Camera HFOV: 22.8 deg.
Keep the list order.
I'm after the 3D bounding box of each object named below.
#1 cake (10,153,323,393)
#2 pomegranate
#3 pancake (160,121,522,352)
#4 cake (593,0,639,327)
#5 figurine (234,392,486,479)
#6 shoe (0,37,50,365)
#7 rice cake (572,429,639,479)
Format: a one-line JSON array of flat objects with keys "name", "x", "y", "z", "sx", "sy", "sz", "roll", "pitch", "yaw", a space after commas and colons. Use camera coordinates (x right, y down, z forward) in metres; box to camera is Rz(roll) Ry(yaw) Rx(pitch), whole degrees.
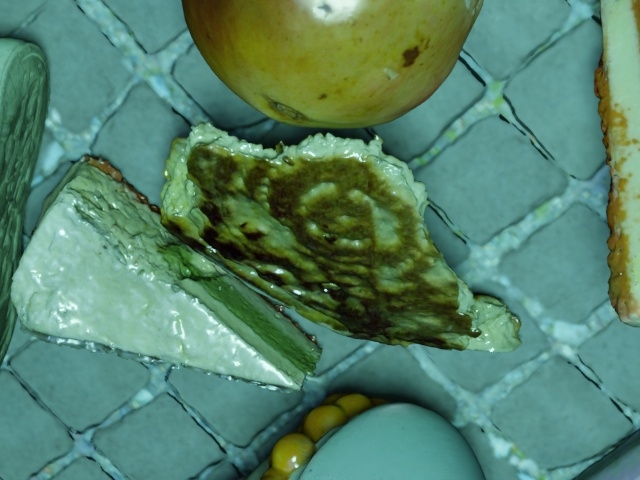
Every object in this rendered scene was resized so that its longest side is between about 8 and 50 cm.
[{"name": "cake", "x": -0.120, "y": 0.054, "z": 1.111, "sx": 0.220, "sy": 0.086, "sz": 0.117, "roll": 41, "pitch": 112, "yaw": -6}, {"name": "pomegranate", "x": 0.012, "y": -0.158, "z": 0.952, "sx": 0.191, "sy": 0.191, "sz": 0.191, "roll": 4, "pitch": 112, "yaw": 10}, {"name": "pancake", "x": 0.000, "y": 0.000, "z": 1.058, "sx": 0.212, "sy": 0.056, "sz": 0.257, "roll": 1, "pitch": 142, "yaw": 32}, {"name": "cake", "x": 0.243, "y": -0.061, "z": 0.956, "sx": 0.158, "sy": 0.159, "sz": 0.262, "roll": -9, "pitch": 108, "yaw": 18}, {"name": "figurine", "x": -0.021, "y": 0.258, "z": 1.139, "sx": 0.205, "sy": 0.224, "sz": 0.382, "roll": 44, "pitch": 140, "yaw": -4}, {"name": "shoe", "x": -0.292, "y": -0.006, "z": 1.108, "sx": 0.159, "sy": 0.124, "sz": 0.316, "roll": 19, "pitch": 109, "yaw": 4}, {"name": "rice cake", "x": 0.156, "y": 0.229, "z": 1.139, "sx": 0.056, "sy": 0.072, "sz": 0.365, "roll": 44, "pitch": 115, "yaw": -10}]
